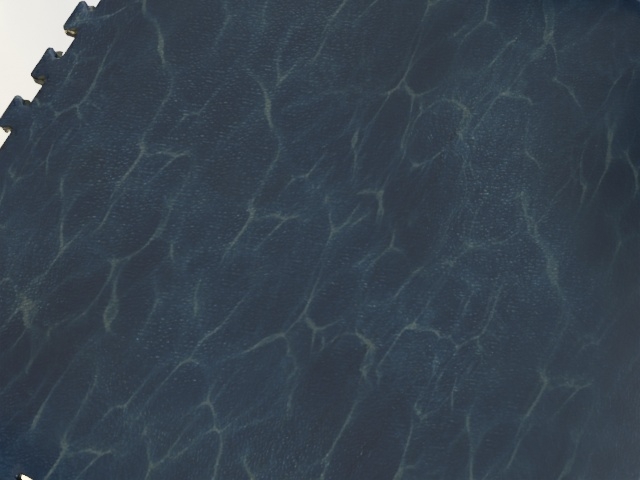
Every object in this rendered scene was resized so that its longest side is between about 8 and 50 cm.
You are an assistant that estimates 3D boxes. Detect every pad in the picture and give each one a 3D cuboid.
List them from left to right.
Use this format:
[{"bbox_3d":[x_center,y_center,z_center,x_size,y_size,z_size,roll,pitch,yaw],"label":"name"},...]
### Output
[{"bbox_3d":[0.020,0.001,0.478,0.270,0.269,0.012,-61,178,-15],"label":"pad"}]
